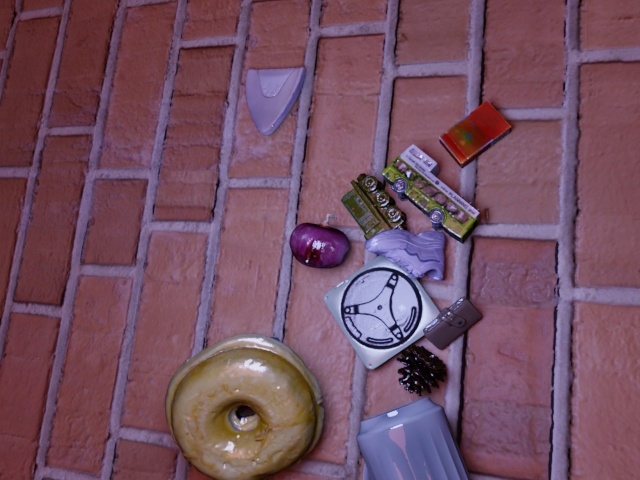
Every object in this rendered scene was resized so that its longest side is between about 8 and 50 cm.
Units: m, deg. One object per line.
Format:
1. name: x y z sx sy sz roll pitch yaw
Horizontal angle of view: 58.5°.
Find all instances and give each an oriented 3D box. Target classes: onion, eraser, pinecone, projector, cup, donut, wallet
1. onion: -0.003 0.010 1.665 0.178 0.177 0.153 -9 78 16
2. eraser: -0.161 -0.456 1.878 0.205 0.059 0.243 5 77 19
3. pinecone: 0.264 0.349 1.531 0.140 0.140 0.120 30 100 21
4. projector: 0.174 0.192 1.619 0.257 0.079 0.259 -36 71 7
5. cup: 0.219 0.599 1.458 0.323 0.237 0.326 -36 68 40
6. donut: -0.210 0.465 1.578 0.450 0.198 0.448 1 101 4
7. wallet: 0.356 0.224 1.539 0.153 0.118 0.038 -41 39 9

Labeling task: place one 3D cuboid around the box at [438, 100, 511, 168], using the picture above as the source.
1. box: 0.445 -0.305 1.653 0.175 0.048 0.112 -36 72 7

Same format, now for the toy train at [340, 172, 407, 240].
1. toy train: 0.155 -0.088 1.682 0.137 0.090 0.225 -39 70 11

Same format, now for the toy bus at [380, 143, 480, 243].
1. toy bus: 0.321 -0.130 1.628 0.302 0.113 0.139 44 94 18

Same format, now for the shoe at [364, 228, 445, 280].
1. shoe: 0.239 0.043 1.571 0.245 0.095 0.137 2 68 -20

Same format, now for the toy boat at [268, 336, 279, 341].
1. toy boat: -0.204 0.371 1.718 0.208 0.079 0.134 -25 83 2
